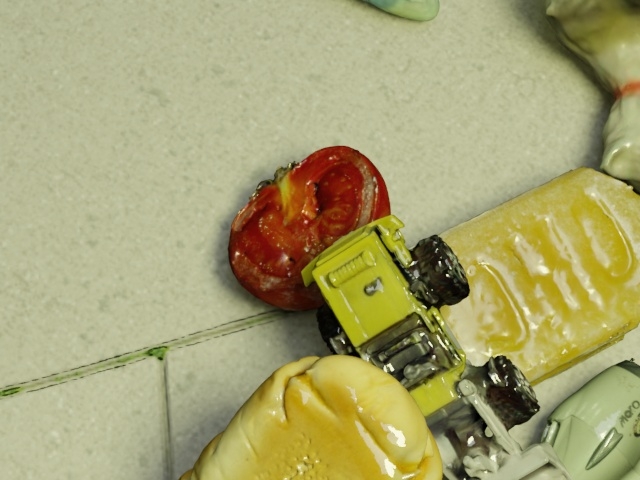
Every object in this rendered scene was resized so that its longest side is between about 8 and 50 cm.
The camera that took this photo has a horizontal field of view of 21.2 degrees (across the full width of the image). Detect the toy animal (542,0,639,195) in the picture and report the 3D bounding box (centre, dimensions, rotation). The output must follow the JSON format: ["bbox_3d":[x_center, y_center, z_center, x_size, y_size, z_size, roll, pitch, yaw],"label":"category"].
[{"bbox_3d":[0.284,-0.170,1.585,0.188,0.308,0.266,-47,46,12],"label":"toy animal"}]

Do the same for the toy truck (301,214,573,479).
[{"bbox_3d":[0.093,0.118,1.430,0.136,0.111,0.286,-33,89,14],"label":"toy truck"}]

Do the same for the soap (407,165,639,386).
[{"bbox_3d":[0.201,0.038,1.558,0.257,0.080,0.160,-26,79,-15],"label":"soap"}]

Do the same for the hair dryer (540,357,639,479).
[{"bbox_3d":[0.247,0.248,1.504,0.219,0.088,0.225,-30,91,-10],"label":"hair dryer"}]

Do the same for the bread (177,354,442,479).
[{"bbox_3d":[-0.030,0.226,1.382,0.311,0.121,0.173,-46,75,17],"label":"bread"}]

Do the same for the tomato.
[{"bbox_3d":[0.000,0.000,1.541,0.159,0.091,0.139,-34,48,5],"label":"tomato"}]

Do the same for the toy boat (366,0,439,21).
[{"bbox_3d":[0.018,-0.364,1.688,0.330,0.123,0.215,37,77,-5],"label":"toy boat"}]
